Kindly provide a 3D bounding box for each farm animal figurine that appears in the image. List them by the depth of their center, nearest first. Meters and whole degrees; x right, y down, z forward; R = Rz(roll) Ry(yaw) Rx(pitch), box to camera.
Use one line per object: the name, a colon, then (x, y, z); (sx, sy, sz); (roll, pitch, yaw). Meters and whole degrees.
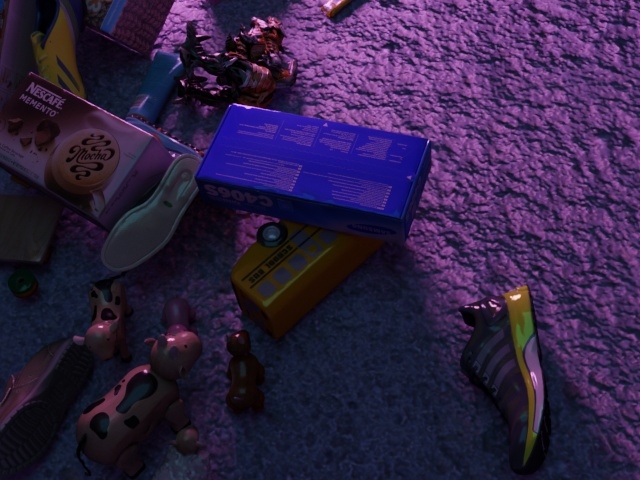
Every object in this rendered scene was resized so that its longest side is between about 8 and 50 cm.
farm animal figurine: (-0.261, 0.202, 1.444); (0.330, 0.172, 0.327); (20, 61, 19)

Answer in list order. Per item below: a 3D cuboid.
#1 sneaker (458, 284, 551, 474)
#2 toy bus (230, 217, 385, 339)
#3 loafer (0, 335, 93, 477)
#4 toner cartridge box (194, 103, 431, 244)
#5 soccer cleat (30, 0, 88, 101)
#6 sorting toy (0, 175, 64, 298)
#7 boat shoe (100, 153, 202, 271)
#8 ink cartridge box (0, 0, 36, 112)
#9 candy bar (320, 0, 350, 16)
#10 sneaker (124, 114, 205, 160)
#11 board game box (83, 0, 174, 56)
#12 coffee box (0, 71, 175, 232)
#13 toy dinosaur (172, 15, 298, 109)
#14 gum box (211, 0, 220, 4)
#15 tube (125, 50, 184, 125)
sneaker: (0.272, 0.208, 1.428); (0.121, 0.111, 0.300); (-9, 49, 13)
toy bus: (0.000, 0.000, 1.585); (0.332, 0.108, 0.130); (-41, 61, -19)
loafer: (-0.450, 0.256, 1.495); (0.087, 0.094, 0.251); (0, 43, 37)
toner cartridge box: (-0.010, -0.111, 1.549); (0.347, 0.075, 0.165); (13, 60, 16)
soccer cleat: (-0.504, -0.337, 1.806); (0.093, 0.121, 0.289); (4, 94, 29)
sorting toy: (-0.525, -0.019, 1.702); (0.132, 0.046, 0.275); (4, 57, 10)
boat shoe: (-0.272, -0.038, 1.590); (0.084, 0.079, 0.233); (40, 75, -6)
ink cartridge box: (-0.692, -0.384, 1.844); (0.271, 0.130, 0.310); (5, 85, 14)
candy bar: (0.065, -0.510, 1.974); (0.040, 0.018, 0.161); (35, 67, 30)
sneaker: (-0.269, -0.117, 1.723); (0.261, 0.104, 0.125); (29, 86, 24)
board game box: (-0.436, -0.544, 1.930); (0.291, 0.141, 0.232); (28, 94, 23)
coffee box: (-0.418, -0.145, 1.654); (0.297, 0.119, 0.168); (29, 79, 23)
toy dinosaur: (-0.156, -0.309, 1.798); (0.218, 0.164, 0.322); (13, 36, -3)
gum box: (-0.174, -0.581, 1.998); (0.188, 0.107, 0.062); (-30, 58, -13)
tube: (-0.317, -0.298, 1.866); (0.080, 0.052, 0.207); (12, 53, 9)
